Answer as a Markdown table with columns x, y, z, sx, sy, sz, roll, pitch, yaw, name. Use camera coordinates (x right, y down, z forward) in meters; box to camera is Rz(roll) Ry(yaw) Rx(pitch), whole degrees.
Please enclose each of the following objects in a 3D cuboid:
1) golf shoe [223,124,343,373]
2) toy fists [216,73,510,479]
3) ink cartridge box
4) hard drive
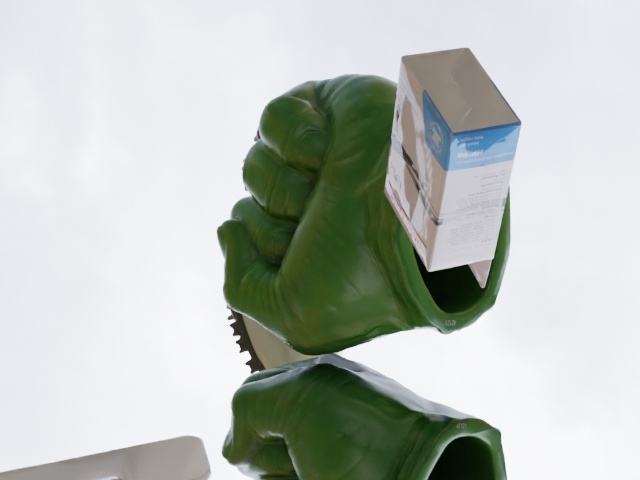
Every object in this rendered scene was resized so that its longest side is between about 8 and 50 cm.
| x | y | z | sx | sy | sz | roll | pitch | yaw | name |
| --- | --- | --- | --- | --- | --- | --- | --- | --- | --- |
| 0.000 | 0.000 | 0.920 | 0.120 | 0.105 | 0.273 | -20 | -125 | 34 | golf shoe |
| 0.012 | 0.057 | 0.602 | 0.142 | 0.096 | 0.279 | 9 | -76 | 51 | toy fists |
| 0.046 | -0.023 | 0.443 | 0.028 | 0.083 | 0.048 | -11 | -134 | -15 | ink cartridge box |
| -0.291 | 0.240 | 0.963 | 0.353 | 0.233 | 0.047 | -26 | -104 | 33 | hard drive |
